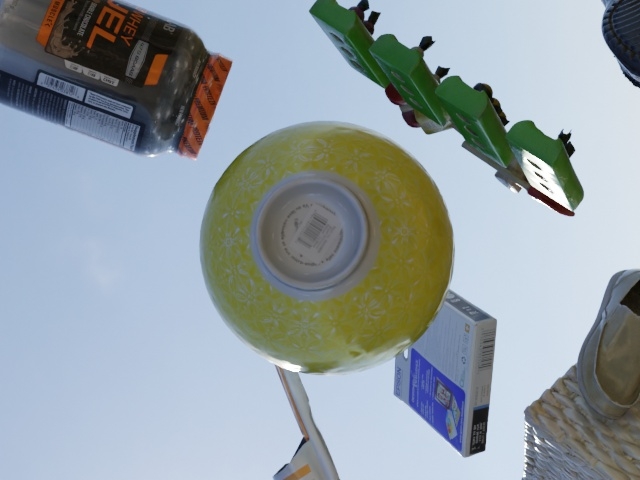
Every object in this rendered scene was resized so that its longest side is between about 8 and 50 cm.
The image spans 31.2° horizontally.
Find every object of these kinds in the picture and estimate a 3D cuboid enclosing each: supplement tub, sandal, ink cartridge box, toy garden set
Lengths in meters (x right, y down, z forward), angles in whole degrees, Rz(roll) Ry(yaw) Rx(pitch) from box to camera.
[{"bbox_3d":[-0.311,-0.249,1.670,0.207,0.338,0.207,-160,90,-83],"label":"supplement tub"},{"bbox_3d":[-0.028,0.262,1.397,0.102,0.076,0.265,91,156,-77],"label":"sandal"},{"bbox_3d":[0.174,0.172,1.644,0.208,0.045,0.206,36,129,57],"label":"ink cartridge box"},{"bbox_3d":[0.125,-0.108,0.952,0.244,0.049,0.204,37,179,26],"label":"toy garden set"}]

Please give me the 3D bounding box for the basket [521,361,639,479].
[{"bbox_3d":[0.542,0.340,1.845,0.331,0.328,0.266,38,158,34],"label":"basket"}]

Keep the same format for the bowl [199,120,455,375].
[{"bbox_3d":[0.000,0.000,1.218,0.156,0.290,0.289,49,-149,-81],"label":"bowl"}]

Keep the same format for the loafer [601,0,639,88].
[{"bbox_3d":[0.281,-0.179,0.958,0.078,0.080,0.220,61,-158,-28],"label":"loafer"}]

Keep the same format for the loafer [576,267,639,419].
[{"bbox_3d":[0.470,0.146,1.763,0.092,0.102,0.268,128,164,-59],"label":"loafer"}]
